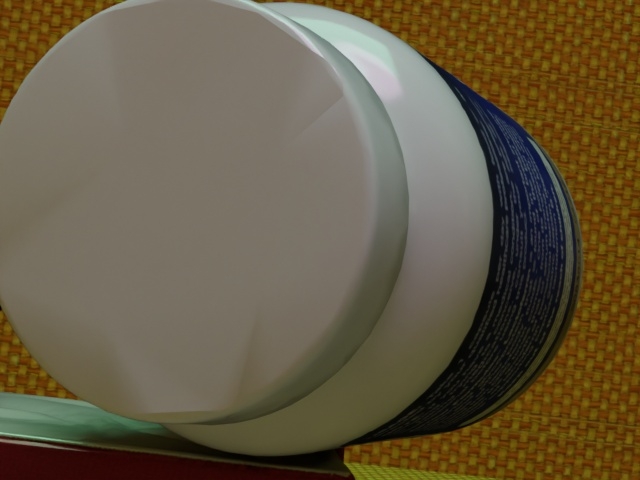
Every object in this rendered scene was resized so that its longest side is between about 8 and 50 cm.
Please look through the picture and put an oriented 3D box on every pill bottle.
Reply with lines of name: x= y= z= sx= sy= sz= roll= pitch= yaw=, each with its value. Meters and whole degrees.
pill bottle: x=0.000 y=0.000 z=0.556 sx=0.153 sy=0.153 sz=0.264 roll=6 pitch=-2 yaw=19

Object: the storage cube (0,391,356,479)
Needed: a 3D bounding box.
storage cube: x=-0.092 y=0.164 z=0.592 sx=0.214 sy=0.193 sz=0.183 roll=8 pitch=-2 yaw=0
